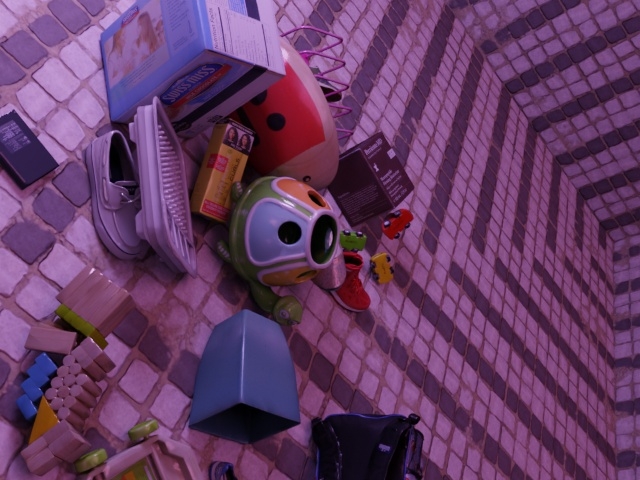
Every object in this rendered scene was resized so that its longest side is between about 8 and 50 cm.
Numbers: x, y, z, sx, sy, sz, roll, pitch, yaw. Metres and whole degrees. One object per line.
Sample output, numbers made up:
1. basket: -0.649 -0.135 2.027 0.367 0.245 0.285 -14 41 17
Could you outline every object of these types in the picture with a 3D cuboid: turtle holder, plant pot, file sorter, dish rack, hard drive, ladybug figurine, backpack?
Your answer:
1. turtle holder: -0.092 0.012 1.588 0.243 0.228 0.320 45 63 -49
2. plant pot: -0.158 0.281 1.459 0.166 0.166 0.234 31 42 -37
3. file sorter: -0.035 -0.416 1.902 0.202 0.182 0.290 -2 83 -48
4. dish rack: -0.329 -0.098 1.431 0.285 0.073 0.332 82 -1 -72
5. hard drive: -0.575 -0.173 1.310 0.135 0.022 0.094 54 39 -14
6. ladybug figurine: -0.126 -0.312 1.705 0.162 0.305 0.449 -30 91 -39
7. backpack: 0.109 0.543 1.571 0.213 0.277 0.263 51 41 -39

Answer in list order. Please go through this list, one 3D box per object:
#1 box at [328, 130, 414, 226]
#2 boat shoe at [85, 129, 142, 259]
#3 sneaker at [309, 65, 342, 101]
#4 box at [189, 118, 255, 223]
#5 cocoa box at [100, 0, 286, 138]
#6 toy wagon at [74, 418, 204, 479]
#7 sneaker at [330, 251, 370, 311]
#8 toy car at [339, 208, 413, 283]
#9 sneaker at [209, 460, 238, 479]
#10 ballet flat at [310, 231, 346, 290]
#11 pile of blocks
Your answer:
1. box: 0.138 -0.180 2.038 0.203 0.167 0.168 58 38 -9
2. boat shoe: -0.408 -0.096 1.412 0.096 0.088 0.267 4 68 -49
3. sneaker: -0.007 -0.497 2.117 0.192 0.064 0.086 14 65 -42
4. box: -0.232 -0.162 1.611 0.087 0.058 0.232 26 78 -41
5. cocoa box: -0.287 -0.408 1.509 0.228 0.347 0.231 4 69 -48
6. toy wagon: -0.341 0.487 1.200 0.344 0.068 0.267 -21 87 -52
7. sneaker: 0.088 0.112 1.855 0.221 0.128 0.087 36 47 -31
8. toy car: 0.135 0.002 1.986 0.225 0.238 0.053 8 19 -24
9. sneaker: -0.184 0.509 1.380 0.052 0.058 0.135 -5 75 -51
10. ballet flat: 0.000 0.000 1.763 0.316 0.108 0.106 -106 -170 -55
11. pile of blocks: -0.438 0.229 1.214 0.112 0.149 0.361 87 14 -62
